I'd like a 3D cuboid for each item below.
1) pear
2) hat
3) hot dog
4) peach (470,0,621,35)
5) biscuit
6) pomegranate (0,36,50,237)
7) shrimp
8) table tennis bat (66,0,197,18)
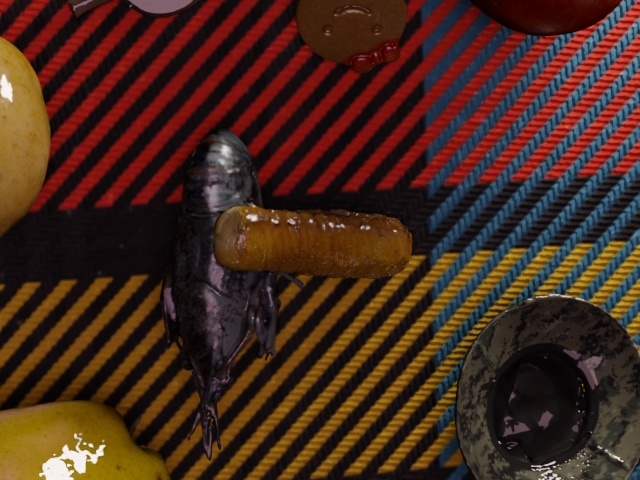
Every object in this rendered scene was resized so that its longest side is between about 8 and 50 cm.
[{"bbox_3d":[-0.335,0.324,1.689,0.336,0.285,0.285,-18,101,-42],"label":"pear"},{"bbox_3d":[0.254,0.197,1.807,0.265,0.128,0.266,2,85,-16],"label":"hat"},{"bbox_3d":[0.000,0.001,1.707,0.289,0.068,0.083,3,82,-45],"label":"hot dog"},{"bbox_3d":[0.248,-0.345,1.705,0.243,0.199,0.244,12,70,-37],"label":"peach"},{"bbox_3d":[0.036,-0.291,1.716,0.166,0.036,0.226,2,124,-5],"label":"biscuit"},{"bbox_3d":[-0.418,-0.107,1.621,0.260,0.260,0.260,-1,97,-8],"label":"pomegranate"},{"bbox_3d":[-0.093,0.058,1.731,0.172,0.137,0.372,-2,96,9],"label":"shrimp"},{"bbox_3d":[-0.200,-0.293,1.687,0.170,0.119,0.107,-26,99,-6],"label":"table tennis bat"}]
